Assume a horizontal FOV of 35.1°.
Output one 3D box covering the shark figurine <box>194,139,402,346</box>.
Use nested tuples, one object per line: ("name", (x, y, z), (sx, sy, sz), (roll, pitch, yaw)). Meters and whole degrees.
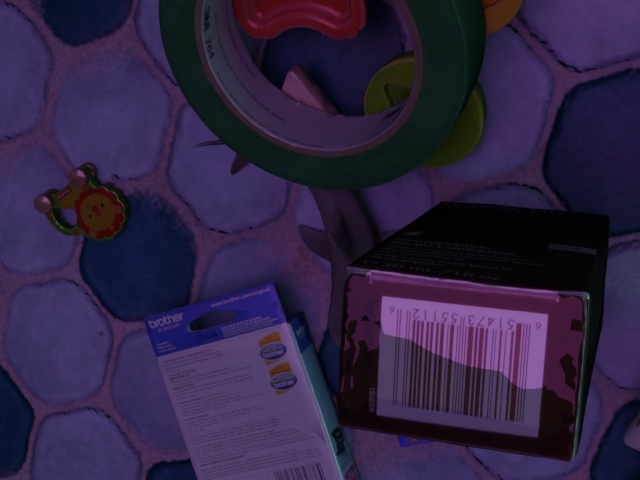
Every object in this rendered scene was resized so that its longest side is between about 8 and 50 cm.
("shark figurine", (0.000, -0.029, 1.109), (0.166, 0.116, 0.278), (-33, 91, 19))

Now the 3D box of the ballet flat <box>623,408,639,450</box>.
("ballet flat", (0.372, 0.246, 1.050), (0.123, 0.123, 0.349), (-2, 98, 18))

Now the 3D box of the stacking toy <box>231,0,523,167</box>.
("stacking toy", (0.072, -0.238, 1.073), (0.308, 0.130, 0.280), (13, 131, 18))

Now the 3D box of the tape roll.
("tape roll", (-0.001, -0.203, 0.997), (0.321, 0.077, 0.321), (13, 130, 17))

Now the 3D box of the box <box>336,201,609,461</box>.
("box", (0.160, 0.060, 0.929), (0.191, 0.381, 0.143), (6, 100, 16))

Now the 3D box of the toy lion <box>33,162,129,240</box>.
("toy lion", (-0.288, -0.038, 1.244), (0.100, 0.034, 0.096), (-32, 97, 21))

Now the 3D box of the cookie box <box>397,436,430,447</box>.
("cookie box", (0.122, 0.171, 1.145), (0.091, 0.040, 0.107), (-15, 96, 20))

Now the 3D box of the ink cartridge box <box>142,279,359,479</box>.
("ink cartridge box", (-0.077, 0.210, 1.206), (0.185, 0.065, 0.311), (-17, 97, 20))
